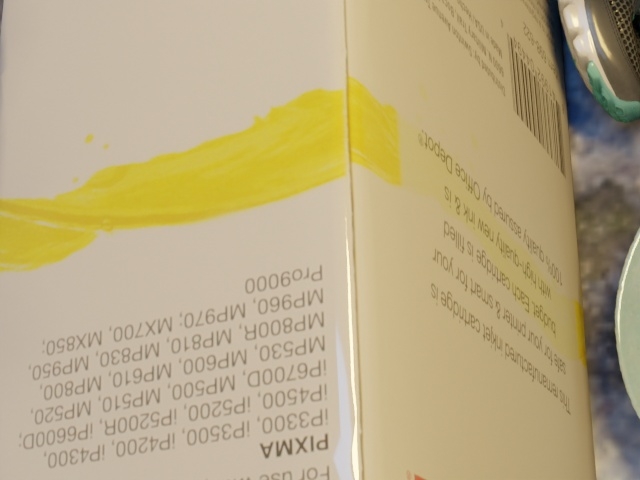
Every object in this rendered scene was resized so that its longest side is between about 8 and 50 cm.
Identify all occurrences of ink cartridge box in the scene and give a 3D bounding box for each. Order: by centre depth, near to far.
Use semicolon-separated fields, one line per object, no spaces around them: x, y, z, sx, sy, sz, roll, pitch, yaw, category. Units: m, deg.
0.000;0.000;0.701;0.160;0.279;0.384;-12;65;22;ink cartridge box

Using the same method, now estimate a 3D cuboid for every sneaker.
0.153;-0.139;0.814;0.076;0.065;0.166;-12;67;17;sneaker

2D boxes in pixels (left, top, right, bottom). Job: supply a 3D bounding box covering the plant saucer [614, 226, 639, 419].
0.227;0.034;0.721;0.195;0.037;0.194;-9;66;22;plant saucer
